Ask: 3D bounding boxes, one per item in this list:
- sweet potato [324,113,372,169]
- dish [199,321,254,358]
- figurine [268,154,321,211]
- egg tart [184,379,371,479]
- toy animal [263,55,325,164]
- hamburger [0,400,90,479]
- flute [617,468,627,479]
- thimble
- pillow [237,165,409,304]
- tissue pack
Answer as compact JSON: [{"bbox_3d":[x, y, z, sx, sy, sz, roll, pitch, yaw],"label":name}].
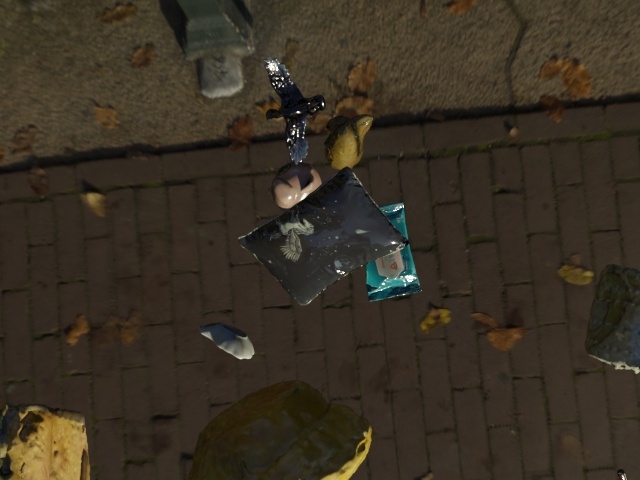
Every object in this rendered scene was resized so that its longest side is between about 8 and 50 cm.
[{"bbox_3d":[0.055,-0.218,1.726,0.098,0.310,0.124,10,96,-6],"label":"sweet potato"},{"bbox_3d":[-0.204,0.211,1.725,0.137,0.091,0.039,29,102,7],"label":"dish"},{"bbox_3d":[-0.057,-0.118,1.736,0.125,0.138,0.125,-3,126,-5],"label":"figurine"},{"bbox_3d":[-0.080,0.288,1.098,0.319,0.319,0.128,-22,93,2],"label":"egg tart"},{"bbox_3d":[-0.049,-0.244,1.447,0.108,0.062,0.220,-4,121,25],"label":"toy animal"},{"bbox_3d":[-0.301,0.259,0.713,0.136,0.155,0.207,-12,73,12],"label":"hamburger"},{"bbox_3d":[0.503,0.457,1.215,0.014,0.014,0.269,-24,112,2],"label":"flute"},{"bbox_3d":[0.462,0.116,1.113,0.138,0.190,0.143,14,93,11],"label":"thimble"},{"bbox_3d":[0.000,0.000,1.053,0.208,0.055,0.141,-34,104,33],"label":"pillow"},{"bbox_3d":[0.096,0.017,1.157,0.085,0.028,0.137,-12,94,-2],"label":"tissue pack"}]
